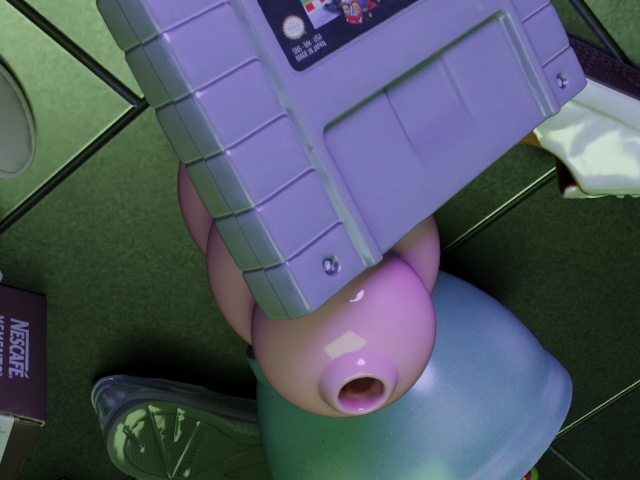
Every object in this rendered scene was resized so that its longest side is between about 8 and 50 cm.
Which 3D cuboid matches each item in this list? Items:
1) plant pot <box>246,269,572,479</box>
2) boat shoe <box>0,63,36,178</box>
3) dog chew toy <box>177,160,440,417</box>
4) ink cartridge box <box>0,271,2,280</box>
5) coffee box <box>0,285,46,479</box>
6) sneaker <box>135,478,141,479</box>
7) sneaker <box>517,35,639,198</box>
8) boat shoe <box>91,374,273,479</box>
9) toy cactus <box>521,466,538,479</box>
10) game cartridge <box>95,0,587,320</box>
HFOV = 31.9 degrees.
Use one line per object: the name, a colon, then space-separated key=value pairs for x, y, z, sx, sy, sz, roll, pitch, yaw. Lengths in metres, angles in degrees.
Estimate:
plant pot: x=0.054 y=0.129 z=1.038 sx=0.293 sy=0.293 sz=0.196 roll=-34 pitch=101 yaw=15
boat shoe: x=-0.305 y=-0.127 z=0.886 sx=0.065 sy=0.075 sz=0.206 roll=9 pitch=149 yaw=38
dog chew toy: x=0.000 y=0.000 z=0.863 sx=0.207 sy=0.332 sz=0.206 roll=-7 pitch=129 yaw=-8
ink cartridge box: x=-0.438 y=-0.051 z=0.900 sx=0.261 sy=0.066 sz=0.296 roll=-1 pitch=133 yaw=22
coffee box: x=-0.359 y=0.197 z=1.047 sx=0.119 sy=0.168 sz=0.297 roll=17 pitch=123 yaw=-24
sneaker: x=-0.120 y=0.324 z=1.265 sx=0.240 sy=0.091 sz=0.126 roll=29 pitch=130 yaw=-23
sneaker: x=0.288 y=-0.080 z=1.020 sx=0.290 sy=0.106 sz=0.123 roll=24 pitch=124 yaw=-15
boat shoe: x=-0.089 y=0.215 z=1.177 sx=0.320 sy=0.103 sz=0.118 roll=21 pitch=102 yaw=-32
toy cactus: x=0.140 y=0.269 z=1.268 sx=0.219 sy=0.112 sz=0.180 roll=-7 pitch=120 yaw=4
game cartridge: x=0.040 y=-0.133 z=0.752 sx=0.068 sy=0.355 sz=0.230 roll=-8 pitch=113 yaw=47
